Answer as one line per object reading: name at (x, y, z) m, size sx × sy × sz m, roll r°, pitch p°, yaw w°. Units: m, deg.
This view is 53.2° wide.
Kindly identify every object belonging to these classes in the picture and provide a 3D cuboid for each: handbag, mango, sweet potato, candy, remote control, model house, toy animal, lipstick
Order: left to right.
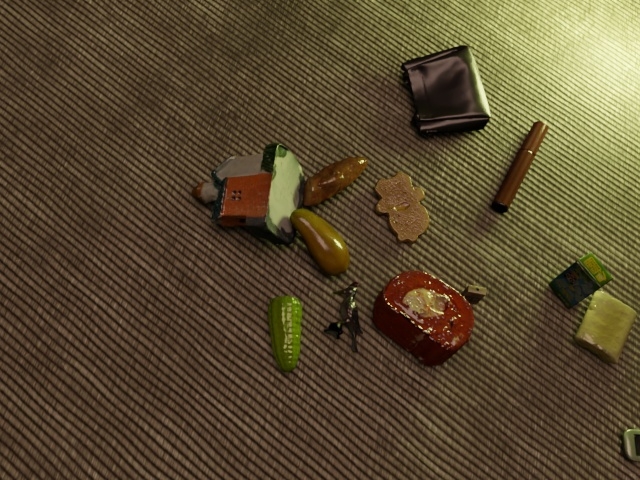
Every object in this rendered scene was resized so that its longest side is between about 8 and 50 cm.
model house at (-0.224, -0.131, 1.867) m, size 0.300 × 0.190 × 0.272 m, roll 0°, pitch 71°, yaw 20°
candy at (-0.094, 0.254, 1.741) m, size 0.096 × 0.097 × 0.210 m, roll -1°, pitch 70°, yaw -7°
mango at (0.000, 0.000, 1.829) m, size 0.099 × 0.136 × 0.227 m, roll -39°, pitch 92°, yaw 20°
sweet potato at (0.043, -0.188, 1.936) m, size 0.251 × 0.097 × 0.097 m, roll -34°, pitch 75°, yaw -16°
toy animal at (0.077, 0.207, 1.803) m, size 0.105 × 0.070 × 0.203 m, roll 17°, pitch 61°, yaw -11°
handbag at (0.405, -0.483, 2.091) m, size 0.256 × 0.113 × 0.286 m, roll -10°, pitch 76°, yaw -4°
lipstick at (0.639, -0.237, 2.042) m, size 0.057 × 0.057 × 0.357 m, roll 30°, pitch 68°, yaw 7°
candy at (0.740, 0.117, 1.830) m, size 0.062 × 0.194 × 0.097 m, roll -31°, pitch 73°, yaw -18°
remote control at (0.977, 0.572, 1.751) m, size 0.309 × 0.038 × 0.090 m, roll 7°, pitch 67°, yaw -3°

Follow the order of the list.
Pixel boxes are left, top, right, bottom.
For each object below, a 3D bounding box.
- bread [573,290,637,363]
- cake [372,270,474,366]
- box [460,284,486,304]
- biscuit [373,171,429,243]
bread at (0.827, 0.251, 1.856) m, size 0.139 × 0.060 × 0.178 m, roll 34°, pitch 68°, yaw 7°
cake at (0.287, 0.209, 1.773) m, size 0.283 × 0.151 × 0.177 m, roll 36°, pitch 56°, yaw 9°
box at (0.438, 0.157, 1.841) m, size 0.053 × 0.083 × 0.024 m, roll 11°, pitch 62°, yaw 0°
biscuit at (0.252, -0.097, 1.954) m, size 0.166 × 0.036 × 0.226 m, roll -22°, pitch 74°, yaw -14°
